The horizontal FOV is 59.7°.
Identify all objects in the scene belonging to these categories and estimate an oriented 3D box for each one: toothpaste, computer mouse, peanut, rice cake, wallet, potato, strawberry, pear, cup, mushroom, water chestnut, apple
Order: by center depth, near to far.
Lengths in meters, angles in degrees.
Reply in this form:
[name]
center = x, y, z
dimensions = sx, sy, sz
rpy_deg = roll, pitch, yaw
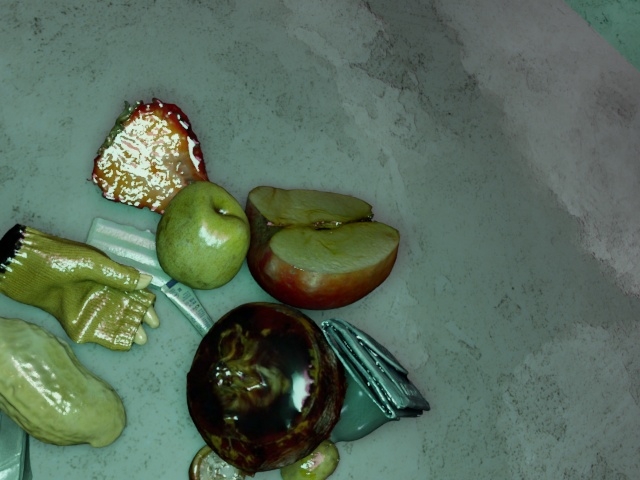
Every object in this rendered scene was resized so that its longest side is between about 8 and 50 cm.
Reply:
[computer mouse]
center = -0.611, 0.410, 1.042
dimensions = 0.126, 0.071, 0.231
rpy_deg = -1, 70, -21
[peanut]
center = -0.530, 0.281, 1.069
dimensions = 0.158, 0.174, 0.340
rpy_deg = -44, 90, -11
[water chestnut]
center = -0.122, 0.288, 1.124
dimensions = 0.350, 0.302, 0.351
rpy_deg = -9, 62, 18
[mushroom]
center = -0.217, 0.484, 1.175
dimensions = 0.123, 0.052, 0.123
rpy_deg = 11, 62, -22
[wallet]
center = 0.132, 0.276, 1.212
dimensions = 0.075, 0.342, 0.237
rpy_deg = -43, 64, 3
[pear]
center = -0.261, -0.005, 1.220
dimensions = 0.188, 0.211, 0.229
rpy_deg = 15, 38, -45
[potato]
center = -0.020, 0.494, 1.235
dimensions = 0.137, 0.070, 0.092
rpy_deg = -24, 79, -26
[toothpaste]
center = -0.274, 0.175, 1.263
dimensions = 0.062, 0.037, 0.216
rpy_deg = -40, 98, -34
[cup]
center = 0.060, 0.378, 1.265
dimensions = 0.150, 0.199, 0.199
rpy_deg = -41, 88, -7
[rice cake]
center = -0.417, 0.035, 1.271
dimensions = 0.237, 0.043, 0.127
rpy_deg = 19, 64, -14
[apple]
center = 0.000, 0.000, 1.304
dimensions = 0.364, 0.295, 0.329
rpy_deg = -6, 79, -31
[strawberry]
center = -0.376, -0.197, 1.318
dimensions = 0.280, 0.150, 0.254
rpy_deg = 17, 96, -21

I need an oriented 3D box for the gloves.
[gloves]
center = -0.487, 0.094, 1.147
dimensions = 0.356, 0.155, 0.203
rpy_deg = 35, 102, -21
